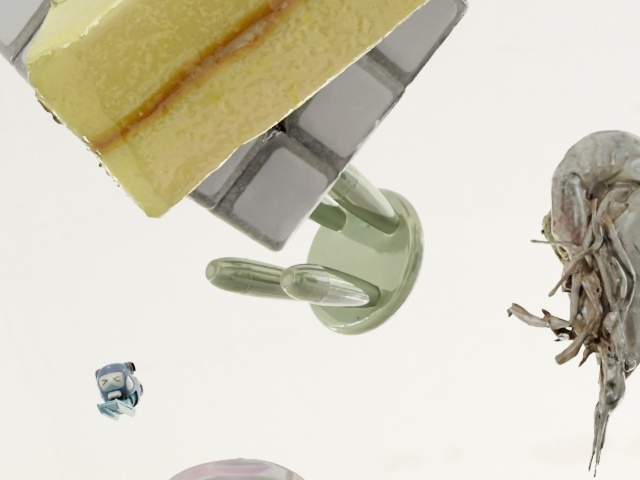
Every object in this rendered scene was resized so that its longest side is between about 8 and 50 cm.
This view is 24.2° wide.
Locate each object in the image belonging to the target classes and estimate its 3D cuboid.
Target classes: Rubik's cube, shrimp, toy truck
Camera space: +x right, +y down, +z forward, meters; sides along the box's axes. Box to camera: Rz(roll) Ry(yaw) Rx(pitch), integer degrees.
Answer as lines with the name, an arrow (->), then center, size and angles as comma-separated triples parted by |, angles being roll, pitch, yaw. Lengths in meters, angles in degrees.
Rubik's cube -> -0.108, -0.224, 1.369 | 0.305, 0.301, 0.304 | 32, -83, -40
shrimp -> 0.270, 0.058, 1.452 | 0.145, 0.343, 0.116 | 10, -10, -16
toy truck -> -0.277, 0.212, 2.027 | 0.056, 0.090, 0.073 | -15, -63, 9

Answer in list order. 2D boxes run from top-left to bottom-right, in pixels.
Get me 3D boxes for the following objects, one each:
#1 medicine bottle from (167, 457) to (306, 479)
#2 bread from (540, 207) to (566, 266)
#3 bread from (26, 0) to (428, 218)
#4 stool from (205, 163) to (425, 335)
medicine bottle -> -0.036, 0.316, 0.779 | 0.108, 0.426, 0.108 | -3, -45, -3
bread -> 0.349, -0.028, 1.636 | 0.196, 0.102, 0.138 | -36, -27, 11
bread -> -0.055, -0.156, 1.056 | 0.264, 0.163, 0.168 | -21, -53, 29
stool -> 0.000, 0.000, 1.841 | 0.195, 0.195, 0.198 | 5, -15, 45
